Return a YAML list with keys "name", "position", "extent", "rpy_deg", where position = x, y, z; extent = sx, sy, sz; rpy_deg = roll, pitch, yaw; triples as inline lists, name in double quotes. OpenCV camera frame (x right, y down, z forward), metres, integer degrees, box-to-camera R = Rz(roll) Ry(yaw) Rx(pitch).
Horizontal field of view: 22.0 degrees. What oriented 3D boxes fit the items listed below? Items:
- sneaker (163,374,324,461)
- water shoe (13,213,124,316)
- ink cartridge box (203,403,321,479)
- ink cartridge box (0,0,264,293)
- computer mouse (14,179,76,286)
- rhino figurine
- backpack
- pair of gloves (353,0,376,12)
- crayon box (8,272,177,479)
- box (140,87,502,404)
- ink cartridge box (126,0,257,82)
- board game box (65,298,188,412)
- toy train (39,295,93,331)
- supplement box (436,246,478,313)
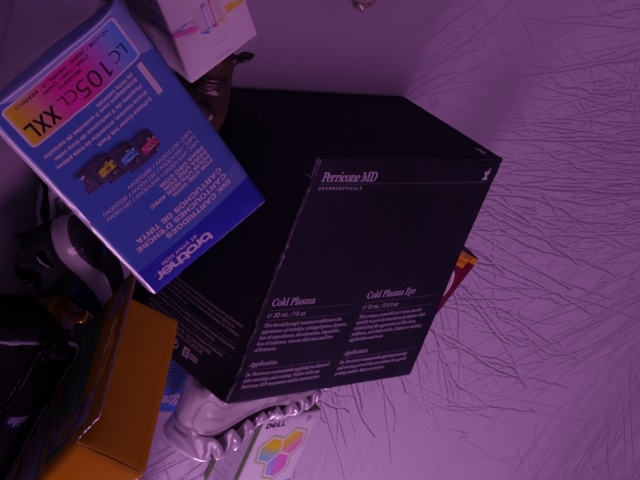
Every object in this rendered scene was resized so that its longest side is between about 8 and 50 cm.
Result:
- name: "sneaker"
  position: [-0.074, 0.167, 2.082]
  extent: [0.292, 0.110, 0.118]
  rpy_deg: [-32, 142, -45]
- name: "water shoe"
  position: [-0.264, 0.032, 1.744]
  extent: [0.080, 0.073, 0.203]
  rpy_deg: [-11, 150, 7]
- name: "ink cartridge box"
  position: [-0.070, 0.258, 2.243]
  extent: [0.109, 0.062, 0.209]
  rpy_deg: [-4, 126, -46]
- name: "ink cartridge box"
  position: [-0.216, -0.131, 1.494]
  extent: [0.151, 0.270, 0.395]
  rpy_deg: [-39, 146, -4]
- name: "computer mouse"
  position: [-0.269, -0.034, 1.744]
  extent: [0.106, 0.042, 0.193]
  rpy_deg: [-16, 141, -33]
- name: "rhino figurine"
  position: [-0.141, -0.137, 1.754]
  extent: [0.106, 0.073, 0.243]
  rpy_deg: [-5, 125, -54]
- name: "backpack"
  position: [-0.394, 0.166, 1.661]
  extent: [0.225, 0.191, 0.254]
  rpy_deg: [5, 115, -54]
- name: "pair of gloves"
  position: [0.102, -0.370, 1.826]
  extent: [0.240, 0.042, 0.204]
  rpy_deg: [-41, 146, -10]
- name: "crayon box"
  position: [-0.250, 0.199, 1.732]
  extent: [0.083, 0.203, 0.323]
  rpy_deg: [27, 133, -18]
- name: "box"
  position: [0.000, 0.000, 1.938]
  extent: [0.343, 0.179, 0.313]
  rpy_deg: [-3, 122, -49]
- name: "ink cartridge box"
  position: [-0.138, -0.248, 1.628]
  extent: [0.090, 0.092, 0.143]
  rpy_deg: [-39, 145, -14]
- name: "board game box"
  position: [-0.222, 0.139, 1.981]
  extent: [0.281, 0.027, 0.145]
  rpy_deg: [12, 113, -53]
- name: "toy train"
  position: [-0.292, 0.112, 1.822]
  extent: [0.166, 0.046, 0.125]
  rpy_deg: [-14, 127, -24]
- name: "supplement box"
  position: [0.113, 0.066, 2.241]
  extent: [0.188, 0.081, 0.104]
  rpy_deg: [-53, 147, 7]
